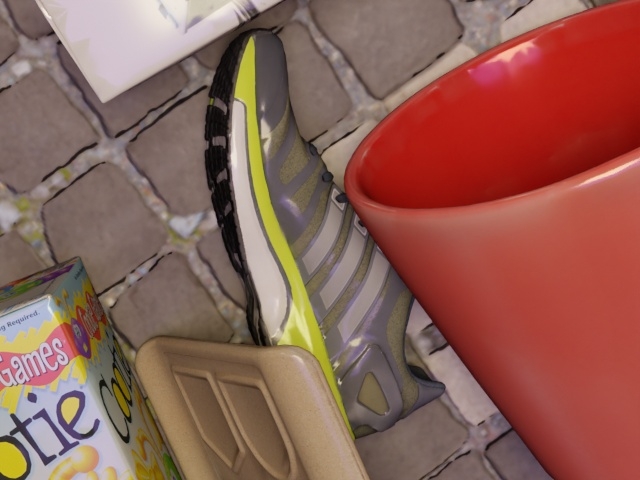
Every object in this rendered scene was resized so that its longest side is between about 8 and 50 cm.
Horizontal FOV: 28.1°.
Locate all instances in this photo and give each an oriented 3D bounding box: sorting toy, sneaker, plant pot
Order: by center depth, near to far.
[{"bbox_3d":[0.184,0.012,0.800,0.275,0.275,0.243,-26,111,2],"label":"plant pot"},{"bbox_3d":[-0.008,0.201,0.850,0.041,0.229,0.307,-28,101,-29],"label":"sorting toy"},{"bbox_3d":[0.000,0.000,0.871,0.121,0.111,0.299,-17,104,-11],"label":"sneaker"}]

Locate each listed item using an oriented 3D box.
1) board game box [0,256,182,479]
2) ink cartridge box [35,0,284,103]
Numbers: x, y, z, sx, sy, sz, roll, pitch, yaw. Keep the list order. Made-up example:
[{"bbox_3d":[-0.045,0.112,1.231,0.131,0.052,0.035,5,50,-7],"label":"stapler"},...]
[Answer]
[{"bbox_3d":[-0.177,0.172,0.859,0.142,0.144,0.275,-23,100,1],"label":"board game box"},{"bbox_3d":[-0.071,-0.171,0.811,0.191,0.139,0.082,-31,101,3],"label":"ink cartridge box"}]
